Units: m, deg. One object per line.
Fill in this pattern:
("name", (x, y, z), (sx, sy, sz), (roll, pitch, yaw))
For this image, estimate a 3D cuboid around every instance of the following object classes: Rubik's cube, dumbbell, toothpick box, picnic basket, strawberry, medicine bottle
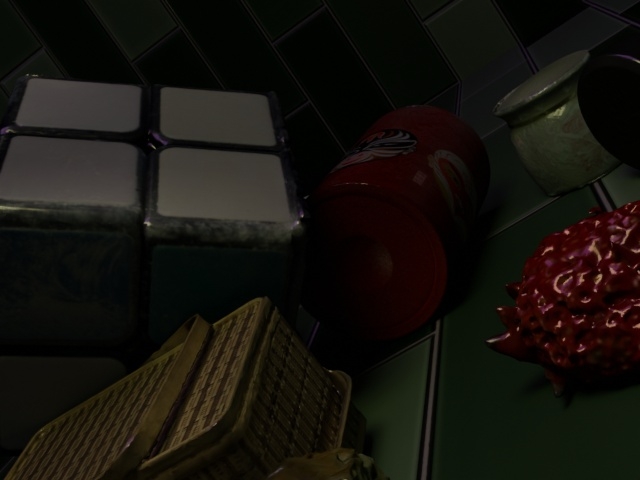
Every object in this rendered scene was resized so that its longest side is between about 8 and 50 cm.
("Rubik's cube", (-0.197, 0.024, 0.976), (0.313, 0.319, 0.316), (2, 32, -12))
("dumbbell", (0.411, -0.192, 0.982), (0.218, 0.153, 0.152), (-38, 10, -19))
("toothpick box", (0.098, -0.037, 1.147), (0.204, 0.204, 0.333), (-30, 10, 29))
("picnic basket", (-0.131, 0.206, 0.763), (0.312, 0.175, 0.228), (-32, 16, 18))
("strawberry", (0.240, 0.026, 0.656), (0.174, 0.098, 0.228), (-43, 12, -36))
("medicine bottle", (0.315, -0.153, 1.143), (0.147, 0.143, 0.147), (-34, 8, 6))

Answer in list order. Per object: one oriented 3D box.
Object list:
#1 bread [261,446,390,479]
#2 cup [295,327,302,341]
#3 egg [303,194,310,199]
("bread", (-0.053, 0.241, 0.543), (0.267, 0.130, 0.152), (-34, 18, 5))
("cup", (-0.095, 0.120, 1.275), (0.095, 0.128, 0.129), (-35, 12, -8))
("egg", (0.000, 0.000, 1.456), (0.151, 0.151, 0.209), (-41, 6, -31))
